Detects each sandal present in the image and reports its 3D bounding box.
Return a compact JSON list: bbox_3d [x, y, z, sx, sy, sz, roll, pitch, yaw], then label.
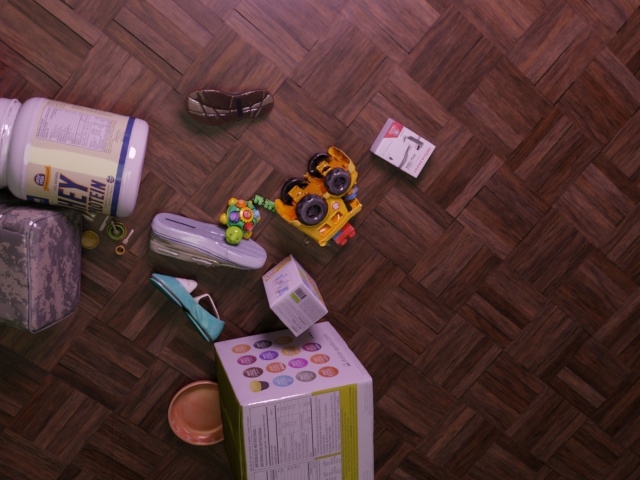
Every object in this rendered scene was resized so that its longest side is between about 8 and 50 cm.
[{"bbox_3d":[-0.223,-0.335,1.794,0.219,0.060,0.090,-13,116,-21],"label":"sandal"}]

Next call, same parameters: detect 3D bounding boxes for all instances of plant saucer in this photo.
[{"bbox_3d":[-0.322,0.475,2.048,0.199,0.037,0.200,-3,108,-8],"label":"plant saucer"}]

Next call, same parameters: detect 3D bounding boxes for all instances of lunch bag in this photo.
[{"bbox_3d":[-0.724,0.037,1.740,0.255,0.212,0.305,11,109,14],"label":"lunch bag"}]

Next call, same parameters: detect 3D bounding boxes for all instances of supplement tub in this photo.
[{"bbox_3d":[-0.571,-0.192,1.679,0.324,0.235,0.236,11,106,-13],"label":"supplement tub"}]

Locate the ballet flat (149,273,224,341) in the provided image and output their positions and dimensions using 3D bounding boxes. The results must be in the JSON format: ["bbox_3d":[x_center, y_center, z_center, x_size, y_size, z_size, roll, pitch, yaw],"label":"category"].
[{"bbox_3d":[-0.340,0.156,1.927,0.087,0.083,0.247,-46,112,-19],"label":"ballet flat"}]

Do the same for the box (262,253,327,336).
[{"bbox_3d":[-0.069,0.137,1.894,0.103,0.203,0.114,-38,112,4],"label":"box"}]

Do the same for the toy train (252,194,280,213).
[{"bbox_3d":[-0.136,-0.094,1.906,0.083,0.017,0.024,25,91,-17],"label":"toy train"}]

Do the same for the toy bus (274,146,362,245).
[{"bbox_3d":[0.029,-0.094,1.878,0.220,0.149,0.211,-46,123,3],"label":"toy bus"}]

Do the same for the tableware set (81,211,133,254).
[{"bbox_3d":[-0.558,-0.017,1.851,0.154,0.024,0.104,31,101,-18],"label":"tableware set"}]

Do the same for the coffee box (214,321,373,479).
[{"bbox_3d":[-0.075,0.455,1.905,0.334,0.337,0.339,-8,111,-17],"label":"coffee box"}]

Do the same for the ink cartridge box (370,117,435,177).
[{"bbox_3d":[0.212,-0.238,1.900,0.135,0.056,0.099,27,100,-17],"label":"ink cartridge box"}]

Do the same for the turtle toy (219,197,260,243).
[{"bbox_3d":[-0.203,-0.048,1.862,0.095,0.066,0.130,34,67,-19],"label":"turtle toy"}]

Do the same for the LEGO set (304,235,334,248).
[{"bbox_3d":[-0.001,0.003,1.957,0.083,0.023,0.054,-21,110,-3],"label":"LEGO set"}]

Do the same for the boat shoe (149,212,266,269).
[{"bbox_3d":[-0.289,0.017,1.881,0.302,0.109,0.094,20,120,-8],"label":"boat shoe"}]
